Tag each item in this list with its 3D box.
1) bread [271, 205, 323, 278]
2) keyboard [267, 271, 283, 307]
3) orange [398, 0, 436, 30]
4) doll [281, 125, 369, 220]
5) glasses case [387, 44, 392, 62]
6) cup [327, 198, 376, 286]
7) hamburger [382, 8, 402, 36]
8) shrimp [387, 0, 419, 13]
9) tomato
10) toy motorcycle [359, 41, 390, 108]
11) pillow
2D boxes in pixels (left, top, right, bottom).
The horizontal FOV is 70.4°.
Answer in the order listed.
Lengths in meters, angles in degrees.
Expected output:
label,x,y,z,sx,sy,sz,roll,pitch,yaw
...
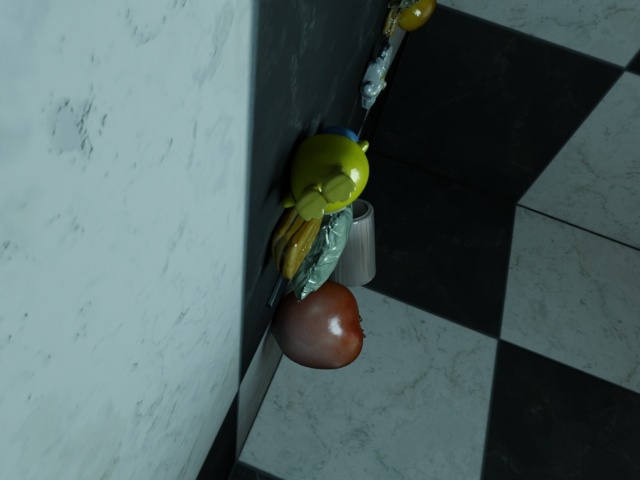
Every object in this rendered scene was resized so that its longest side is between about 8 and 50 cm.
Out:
label,x,y,z,sx,sy,sz,roll,pitch,yaw
bread,-0.050,-0.019,0.989,0.116,0.077,0.200,109,6,-45
keyboard,-0.110,0.106,1.285,0.055,0.014,0.176,101,11,-73
orange,0.303,-0.773,1.487,0.157,0.134,0.156,-29,-140,28
doll,0.007,-0.138,0.882,0.200,0.145,0.363,-29,-162,14
glasses case,0.213,-0.605,1.631,0.074,0.049,0.193,-60,171,-67
cup,0.098,-0.012,1.664,0.288,0.209,0.273,-78,165,-57
hamburger,0.218,-0.671,1.394,0.076,0.044,0.083,-67,178,-50
shrimp,0.247,-0.689,1.182,0.168,0.077,0.317,-26,178,-21
tomato,-0.012,0.294,1.559,0.321,0.322,0.321,21,90,-86
toy motorcycle,0.168,-0.501,1.420,0.228,0.074,0.151,106,9,-68
pillow,0.000,0.000,1.307,0.310,0.138,0.283,-76,-172,-70
